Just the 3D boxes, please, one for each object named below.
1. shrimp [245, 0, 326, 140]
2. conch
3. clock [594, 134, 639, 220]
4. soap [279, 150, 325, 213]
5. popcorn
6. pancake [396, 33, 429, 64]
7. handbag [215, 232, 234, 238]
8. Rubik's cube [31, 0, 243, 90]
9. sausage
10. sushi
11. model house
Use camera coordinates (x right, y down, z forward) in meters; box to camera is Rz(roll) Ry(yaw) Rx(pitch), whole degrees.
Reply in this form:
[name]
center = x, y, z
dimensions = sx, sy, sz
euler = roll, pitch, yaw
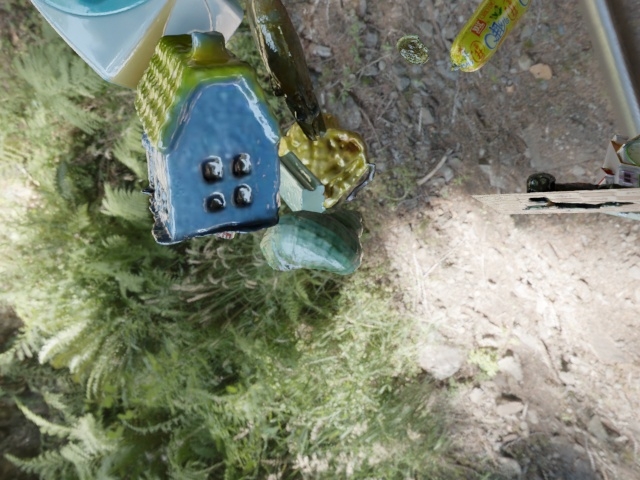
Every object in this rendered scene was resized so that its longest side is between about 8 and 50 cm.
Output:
[shrimp]
center = -0.071, -0.328, 0.753
dimensions = 0.168, 0.077, 0.318
euler = -173, 62, -82
[conch]
center = -0.002, -0.002, 0.769
dimensions = 0.175, 0.188, 0.122
euler = 29, 116, 47
[clock]
center = 1.117, -0.245, 1.438
dimensions = 0.234, 0.310, 0.166
euler = 14, 155, 13
[soap]
center = -0.056, -0.130, 1.014
dimensions = 0.198, 0.063, 0.115
euler = -129, 26, -46
[popcorn]
center = 0.025, -0.277, 1.455
dimensions = 0.381, 0.349, 0.349
euler = 21, 141, 28
[pancake]
center = 0.329, -0.679, 1.453
dimensions = 0.129, 0.023, 0.116
euler = 35, 161, -34
[handbag]
center = -0.403, -0.135, 1.502
dimensions = 0.298, 0.151, 0.171
euler = 29, 111, 36
[Rubik's cube]
center = -0.457, -0.620, 1.048
dimensions = 0.352, 0.347, 0.352
euler = 50, -161, 1
[sausage]
center = 0.508, -0.645, 1.200
dimensions = 0.123, 0.347, 0.123
euler = 36, -172, -6
[sushi]
center = 0.585, -0.118, 0.980
dimensions = 0.342, 0.359, 0.064
euler = 1, 88, 36
[model house]
center = -0.183, -0.180, 0.660
dimensions = 0.237, 0.215, 0.304
euler = 50, 142, 45
